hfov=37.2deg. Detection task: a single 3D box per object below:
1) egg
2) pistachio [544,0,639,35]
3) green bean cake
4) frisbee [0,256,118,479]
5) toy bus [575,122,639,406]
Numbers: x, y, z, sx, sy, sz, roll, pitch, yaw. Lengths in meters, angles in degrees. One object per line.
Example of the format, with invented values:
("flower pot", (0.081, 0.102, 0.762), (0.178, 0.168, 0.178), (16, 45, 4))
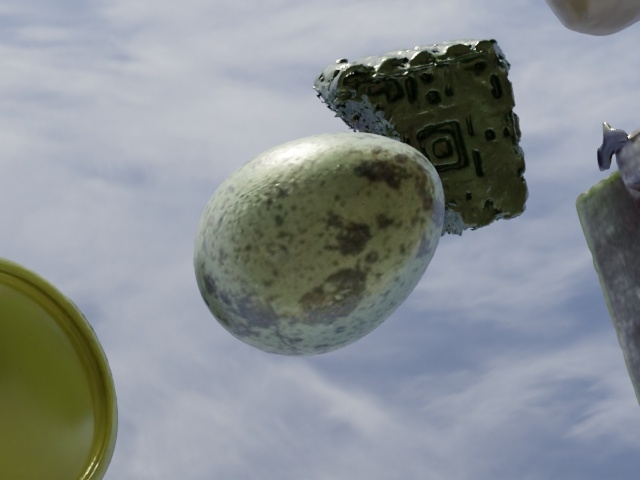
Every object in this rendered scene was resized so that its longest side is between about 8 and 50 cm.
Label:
("egg", (0.000, 0.000, 0.593), (0.172, 0.132, 0.132), (-30, -106, 25))
("pistachio", (0.294, -0.324, 0.930), (0.197, 0.288, 0.166), (12, -122, 16))
("green bean cake", (0.109, -0.098, 0.981), (0.194, 0.107, 0.208), (-16, -77, -19))
("frisbee", (-0.259, 0.118, 0.784), (0.017, 0.236, 0.235), (-28, -108, 27))
("toy bus", (0.186, -0.019, 0.251), (0.139, 0.301, 0.113), (-13, -101, -10))
